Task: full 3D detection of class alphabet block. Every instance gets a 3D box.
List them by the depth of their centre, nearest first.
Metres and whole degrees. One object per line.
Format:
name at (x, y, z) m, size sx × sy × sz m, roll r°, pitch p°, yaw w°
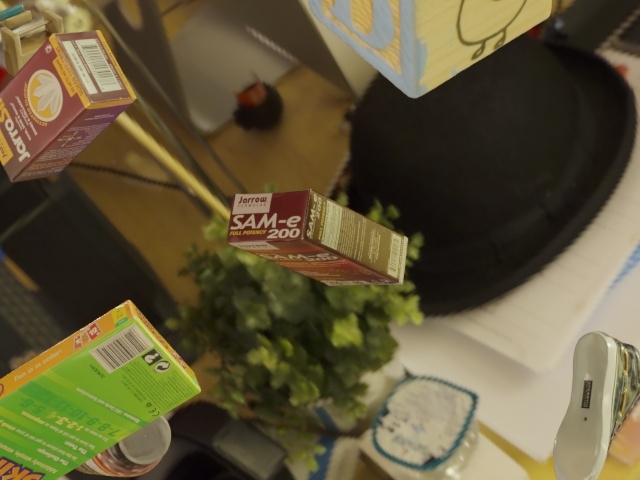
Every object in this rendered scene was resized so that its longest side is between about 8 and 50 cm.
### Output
alphabet block at (0.112, -0.303, 1.397) m, size 0.197 × 0.192 × 0.193 m, roll -34°, pitch 58°, yaw -18°

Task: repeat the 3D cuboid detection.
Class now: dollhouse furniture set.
dollhouse furniture set at (-0.479, -0.260, 1.930) m, size 0.184 × 0.129 × 0.129 m, roll -30°, pitch 50°, yaw -32°

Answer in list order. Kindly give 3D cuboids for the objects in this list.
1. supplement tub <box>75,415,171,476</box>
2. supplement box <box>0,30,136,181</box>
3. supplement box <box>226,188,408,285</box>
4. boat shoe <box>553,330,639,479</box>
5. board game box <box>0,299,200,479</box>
supplement tub at (-0.261, 0.250, 1.712) m, size 0.198 × 0.106 × 0.106 m, roll -14°, pitch 44°, yaw 59°
supplement box at (-0.329, -0.165, 1.655) m, size 0.188 × 0.081 × 0.104 m, roll -37°, pitch 77°, yaw 37°
supplement box at (0.000, 0.000, 1.791) m, size 0.130 × 0.239 × 0.073 m, roll -2°, pitch 73°, yaw 37°
boat shoe at (0.322, 0.199, 1.512) m, size 0.065 × 0.083 × 0.183 m, roll 6°, pitch 82°, yaw 47°
board game box at (-0.255, 0.167, 1.262) m, size 0.259 × 0.124 × 0.039 m, roll -33°, pitch 40°, yaw 2°
